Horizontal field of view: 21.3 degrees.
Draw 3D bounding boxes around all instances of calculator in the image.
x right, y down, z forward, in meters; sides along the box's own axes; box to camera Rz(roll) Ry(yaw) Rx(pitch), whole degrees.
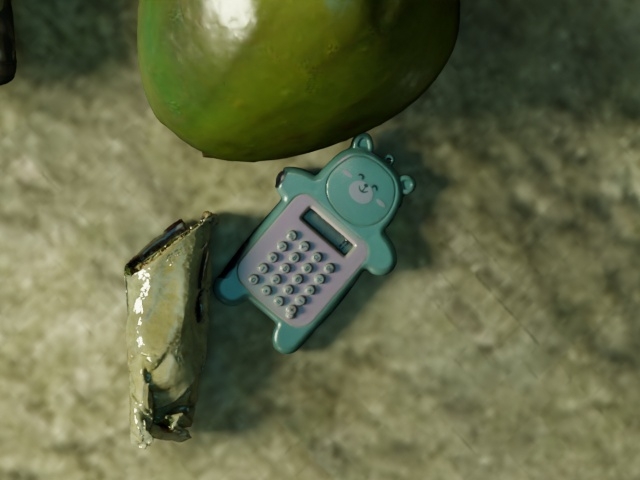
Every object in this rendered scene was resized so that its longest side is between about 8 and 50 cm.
[{"bbox_3d":[0.000,0.000,1.069,0.094,0.019,0.141,40,90,-5],"label":"calculator"}]

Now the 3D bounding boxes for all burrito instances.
[{"bbox_3d":[-0.095,0.054,1.053,0.055,0.041,0.149,5,91,-19],"label":"burrito"}]

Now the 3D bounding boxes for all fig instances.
[{"bbox_3d":[-0.019,-0.128,0.979,0.181,0.181,0.191,39,109,-7],"label":"fig"}]

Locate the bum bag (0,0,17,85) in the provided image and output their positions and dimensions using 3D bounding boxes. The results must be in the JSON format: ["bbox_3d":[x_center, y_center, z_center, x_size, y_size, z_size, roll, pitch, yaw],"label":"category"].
[{"bbox_3d":[-0.222,-0.198,1.006,0.102,0.069,0.248,6,92,9],"label":"bum bag"}]
